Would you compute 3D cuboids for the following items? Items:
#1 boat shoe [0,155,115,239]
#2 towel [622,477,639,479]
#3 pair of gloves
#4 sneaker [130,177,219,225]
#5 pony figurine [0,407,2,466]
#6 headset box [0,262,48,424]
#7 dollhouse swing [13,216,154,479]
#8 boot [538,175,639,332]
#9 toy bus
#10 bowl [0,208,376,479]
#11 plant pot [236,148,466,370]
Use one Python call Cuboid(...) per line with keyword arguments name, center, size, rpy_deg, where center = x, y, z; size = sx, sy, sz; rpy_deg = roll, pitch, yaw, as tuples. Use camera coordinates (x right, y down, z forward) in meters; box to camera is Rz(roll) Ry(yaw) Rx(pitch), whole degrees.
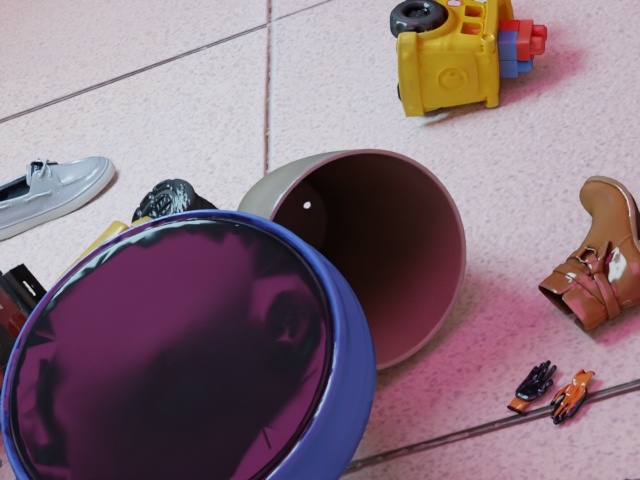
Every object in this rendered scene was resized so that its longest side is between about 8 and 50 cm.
Cuboid(name="boat shoe", center=(-0.425, -0.079, 2.259), size=(0.227, 0.081, 0.079), rpy_deg=(-26, 37, 4))
Cuboid(name="towel", center=(0.335, 0.327, 1.171), size=(0.283, 0.235, 0.121), rpy_deg=(17, 52, 42))
Cuboid(name="pair of gloves", center=(0.249, 0.164, 1.603), size=(0.083, 0.010, 0.074), rpy_deg=(11, 53, 44))
Cuboid(name="sneaker", center=(-0.231, 0.051, 1.968), size=(0.286, 0.130, 0.109), rpy_deg=(-42, 46, 17))
Cuboid(name="pony figurine", center=(-0.488, 0.307, 1.659), size=(0.351, 0.302, 0.363), rpy_deg=(-63, 2, 8))
Cuboid(name="headset box", center=(-0.477, 0.143, 1.901), size=(0.293, 0.218, 0.110), rpy_deg=(-37, 38, -4))
Cuboid(name="dollhouse swing", center=(-0.227, 0.193, 1.658), size=(0.305, 0.315, 0.347), rpy_deg=(-26, 32, -33))
Cuboid(name="boot", center=(0.309, 0.012, 1.697), size=(0.152, 0.073, 0.197), rpy_deg=(-36, 35, -4))
Cuboid(name="toy bus", center=(0.209, -0.284, 2.065), size=(0.211, 0.149, 0.220), rpy_deg=(-2, 40, 12))
Cuboid(name="bowl", center=(-0.141, 0.139, 1.487), size=(0.391, 0.077, 0.391), rpy_deg=(-10, 55, 15))
Cuboid(name="plant pot", center=(0.000, 0.000, 1.790), size=(0.256, 0.256, 0.274), rpy_deg=(-37, 22, -12))
